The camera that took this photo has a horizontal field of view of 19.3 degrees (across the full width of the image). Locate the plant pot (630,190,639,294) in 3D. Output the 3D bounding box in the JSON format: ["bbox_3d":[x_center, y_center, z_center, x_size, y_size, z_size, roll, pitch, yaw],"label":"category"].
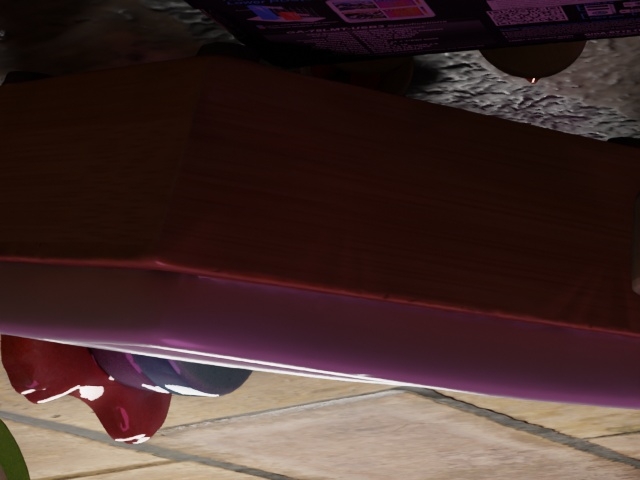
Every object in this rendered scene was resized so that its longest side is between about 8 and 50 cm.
[{"bbox_3d":[0.207,-0.037,0.531,0.237,0.109,0.237,0,175,0],"label":"plant pot"}]

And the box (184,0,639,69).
[{"bbox_3d":[0.086,-0.120,0.573,0.296,0.073,0.293,-4,173,14],"label":"box"}]

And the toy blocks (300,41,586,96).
[{"bbox_3d":[0.053,-0.089,0.828,0.123,0.054,0.148,0,163,-3],"label":"toy blocks"}]

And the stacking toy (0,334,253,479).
[{"bbox_3d":[-0.118,0.071,0.970,0.130,0.279,0.309,-8,166,27],"label":"stacking toy"}]

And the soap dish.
[{"bbox_3d":[0.000,0.000,0.808,0.291,0.118,0.229,9,175,-34],"label":"soap dish"}]

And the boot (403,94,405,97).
[{"bbox_3d":[0.000,-0.058,0.960,0.087,0.042,0.118,-21,156,33],"label":"boot"}]
